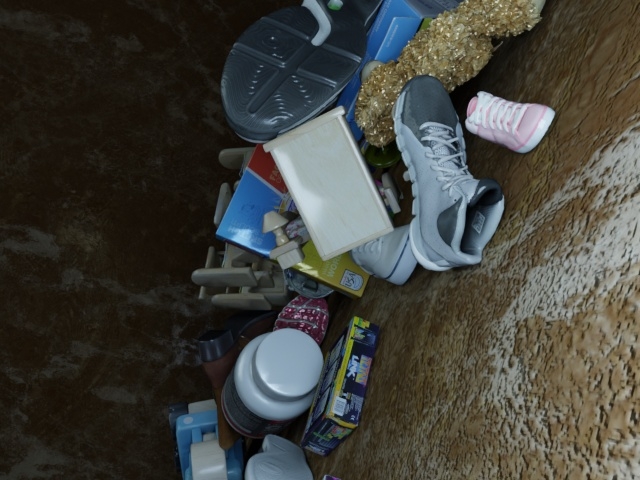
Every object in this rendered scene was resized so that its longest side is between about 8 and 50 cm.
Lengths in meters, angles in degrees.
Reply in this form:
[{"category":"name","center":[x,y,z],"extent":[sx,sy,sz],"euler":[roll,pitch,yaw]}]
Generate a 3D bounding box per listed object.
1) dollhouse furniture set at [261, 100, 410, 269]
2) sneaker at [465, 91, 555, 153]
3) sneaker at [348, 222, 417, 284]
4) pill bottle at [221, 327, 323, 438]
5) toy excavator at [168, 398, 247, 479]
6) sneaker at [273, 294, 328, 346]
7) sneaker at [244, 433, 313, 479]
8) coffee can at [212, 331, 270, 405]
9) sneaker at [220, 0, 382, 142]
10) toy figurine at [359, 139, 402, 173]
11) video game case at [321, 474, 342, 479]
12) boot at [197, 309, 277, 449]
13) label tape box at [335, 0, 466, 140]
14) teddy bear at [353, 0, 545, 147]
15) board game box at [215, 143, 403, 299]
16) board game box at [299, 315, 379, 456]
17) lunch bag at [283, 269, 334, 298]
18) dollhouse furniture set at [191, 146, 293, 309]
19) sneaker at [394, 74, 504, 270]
[{"category":"dollhouse furniture set","center":[0.053,-0.112,0.911],"extent":[0.303,0.173,0.355],"euler":[-23,8,13]},{"category":"sneaker","center":[0.199,-0.133,0.644],"extent":[0.051,0.070,0.134],"euler":[-63,6,6]},{"category":"sneaker","center":[0.095,0.016,0.928],"extent":[0.258,0.091,0.094],"euler":[134,160,-77]},{"category":"pill bottle","center":[-0.099,0.293,1.206],"extent":[0.318,0.176,0.176],"euler":[120,172,-58]},{"category":"toy excavator","center":[-0.295,0.602,1.609],"extent":[0.445,0.222,0.432],"euler":[-118,25,-56]},{"category":"sneaker","center":[-0.072,0.259,1.431],"extent":[0.112,0.121,0.299],"euler":[-73,6,-80]},{"category":"sneaker","center":[-0.086,0.419,0.937],"extent":[0.296,0.105,0.146],"euler":[102,-171,-83]},{"category":"coffee can","center":[-0.189,0.376,1.652],"extent":[0.275,0.202,0.201],"euler":[-146,80,-86]},{"category":"sneaker","center":[-0.019,-0.255,0.961],"extent":[0.257,0.169,0.447],"euler":[107,-171,-54]},{"category":"toy figurine","center":[0.110,-0.241,1.567],"extent":[0.217,0.191,0.362],"euler":[-63,3,-40]},{"category":"video game case","center":[-0.030,0.415,0.638],"extent":[0.232,0.042,0.210],"euler":[-75,9,-62]},{"category":"boot","center":[-0.173,0.327,1.439],"extent":[0.264,0.096,0.280],"euler":[-32,-66,-59]},{"category":"label tape box","center":[0.143,-0.328,1.080],"extent":[0.348,0.115,0.249],"euler":[-23,-30,-45]},{"category":"teddy bear","center":[0.179,-0.282,0.855],"extent":[0.338,0.113,0.245],"euler":[-34,13,35]},{"category":"board game box","center":[-0.021,-0.051,1.203],"extent":[0.064,0.317,0.242],"euler":[135,158,-78]},{"category":"board game box","center":[0.030,0.224,0.895],"extent":[0.141,0.048,0.170],"euler":[116,175,-50]},{"category":"lunch bag","center":[0.000,0.000,1.390],"extent":[0.305,0.213,0.256],"euler":[-164,95,-84]},{"category":"dollhouse furniture set","center":[-0.232,0.017,1.535],"extent":[0.394,0.257,0.362],"euler":[71,-160,-57]},{"category":"sneaker","center":[0.150,-0.080,0.637],"extent":[0.132,0.086,0.228],"euler":[177,85,-72]}]
